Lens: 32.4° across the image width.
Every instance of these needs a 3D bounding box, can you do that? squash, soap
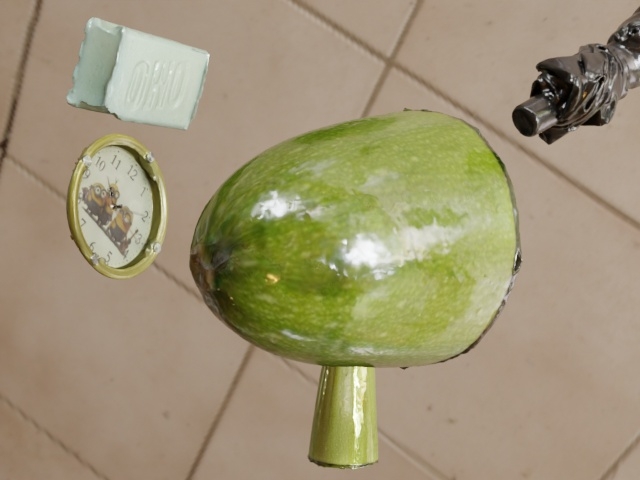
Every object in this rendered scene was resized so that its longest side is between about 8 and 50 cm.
[{"bbox_3d":[0.013,-0.007,1.186,0.310,0.309,0.310,-2,87,38],"label":"squash"},{"bbox_3d":[-0.226,-0.207,1.396,0.063,0.198,0.114,20,99,25],"label":"soap"},{"bbox_3d":[0.035,0.177,1.427,0.094,0.094,0.224,1,85,32],"label":"squash"}]

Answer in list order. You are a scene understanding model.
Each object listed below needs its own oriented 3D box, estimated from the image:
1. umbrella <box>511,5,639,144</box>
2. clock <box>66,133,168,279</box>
[{"bbox_3d":[0.331,-0.190,1.277,0.110,0.272,0.122,61,157,-8],"label":"umbrella"},{"bbox_3d":[-0.333,-0.053,1.760,0.057,0.237,0.237,-1,114,32],"label":"clock"}]
